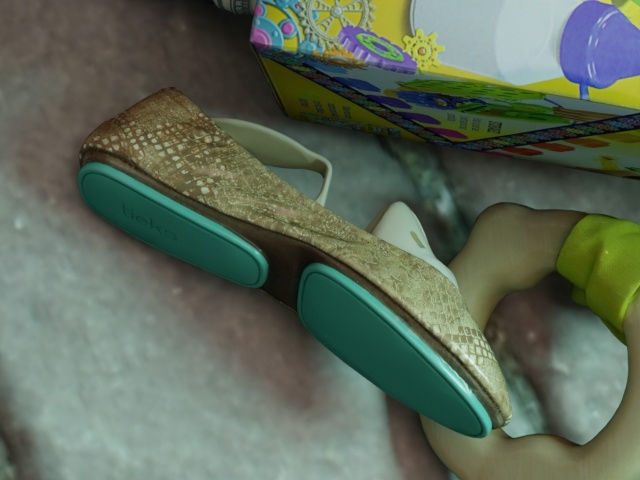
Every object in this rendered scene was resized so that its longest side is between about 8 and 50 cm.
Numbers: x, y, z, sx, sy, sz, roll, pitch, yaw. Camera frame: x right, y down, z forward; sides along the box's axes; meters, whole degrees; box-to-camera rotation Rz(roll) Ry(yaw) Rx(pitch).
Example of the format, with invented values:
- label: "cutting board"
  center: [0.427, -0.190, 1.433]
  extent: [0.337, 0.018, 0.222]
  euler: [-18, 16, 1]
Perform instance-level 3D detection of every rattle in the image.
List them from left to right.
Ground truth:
- label: "rattle"
  center: [0.105, 0.088, 0.851]
  extent: [0.130, 0.143, 0.199]
  euler: [8, 91, 18]

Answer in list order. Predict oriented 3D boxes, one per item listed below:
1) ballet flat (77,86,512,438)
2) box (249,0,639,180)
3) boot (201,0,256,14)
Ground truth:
- label: "ballet flat"
  center: [0.000, 0.000, 0.802]
  extent: [0.206, 0.073, 0.067]
  euler: [33, 62, 6]
- label: "box"
  center: [0.141, -0.174, 0.738]
  extent: [0.279, 0.177, 0.290]
  euler: [10, 86, 4]
- label: "boot"
  center: [-0.038, -0.187, 0.851]
  extent: [0.086, 0.069, 0.190]
  euler: [16, 62, 7]
